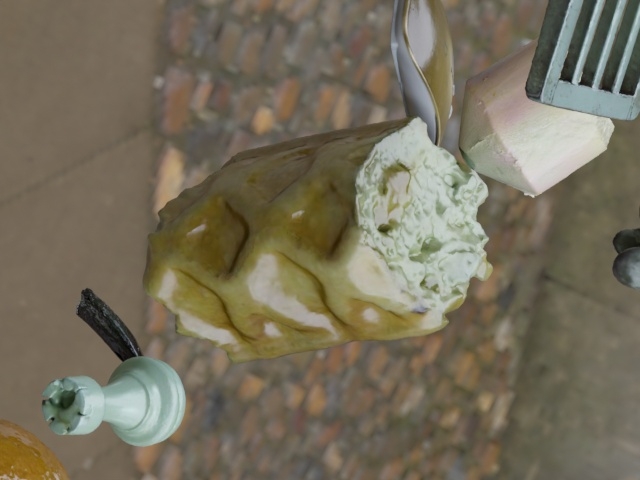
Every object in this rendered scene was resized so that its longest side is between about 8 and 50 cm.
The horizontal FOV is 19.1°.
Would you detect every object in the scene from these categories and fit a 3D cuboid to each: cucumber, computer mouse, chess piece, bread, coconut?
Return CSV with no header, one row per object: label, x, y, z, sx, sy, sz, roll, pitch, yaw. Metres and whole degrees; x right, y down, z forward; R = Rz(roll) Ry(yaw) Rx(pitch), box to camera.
cucumber,-0.241,0.110,2.248,0.034,0.135,0.033,-54,161,19
computer mouse,0.100,-0.157,1.767,0.199,0.045,0.102,72,23,-55
chess piece,-0.153,0.119,1.379,0.103,0.067,0.067,2,111,-56
bread,0.004,0.003,1.751,0.238,0.252,0.196,-35,107,-46
coconut,0.172,-0.098,1.585,0.122,0.116,0.116,-31,154,9

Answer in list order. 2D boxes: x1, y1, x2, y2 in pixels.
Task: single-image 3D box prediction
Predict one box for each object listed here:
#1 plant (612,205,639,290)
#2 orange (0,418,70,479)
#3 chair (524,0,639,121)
plant,0.447,0.051,2.044,0.146,0.275,0.149,-55,177,-46
orange,-0.409,0.324,2.155,0.274,0.274,0.274,-42,145,-38
chair,0.260,-0.209,1.303,0.136,0.147,0.270,7,97,-49
